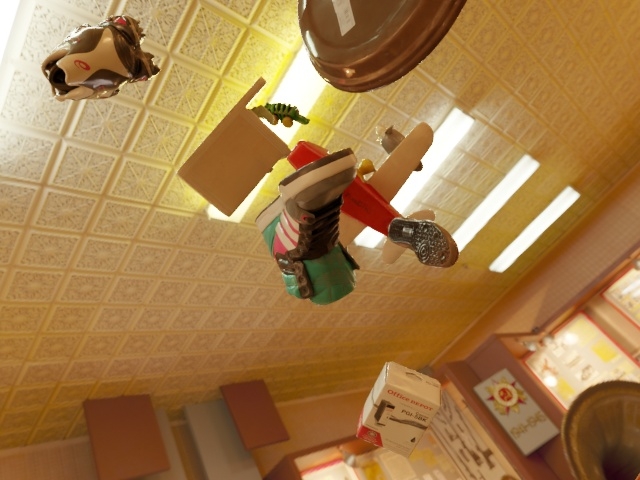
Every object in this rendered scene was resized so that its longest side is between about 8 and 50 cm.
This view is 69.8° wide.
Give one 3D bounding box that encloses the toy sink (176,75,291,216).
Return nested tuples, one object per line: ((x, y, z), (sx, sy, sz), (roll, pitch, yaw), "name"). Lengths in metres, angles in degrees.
((-0.150, -0.171, 0.884), (0.131, 0.153, 0.234), (41, -97, -17), "toy sink")

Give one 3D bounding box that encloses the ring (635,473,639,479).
((0.507, 0.401, 0.513), (0.032, 0.337, 0.337), (16, -57, -25), "ring")

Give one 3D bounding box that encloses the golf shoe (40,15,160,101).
((-0.343, -0.248, 0.651), (0.120, 0.272, 0.105), (-38, -62, -32), "golf shoe")

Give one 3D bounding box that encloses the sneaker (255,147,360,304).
((0.000, 0.000, 0.669), (0.123, 0.178, 0.295), (-26, -5, -24), "sneaker")

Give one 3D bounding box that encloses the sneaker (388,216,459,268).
((0.182, -0.001, 0.751), (0.071, 0.188, 0.066), (9, -77, -21), "sneaker")

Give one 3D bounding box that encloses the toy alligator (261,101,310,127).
((-0.117, -0.325, 1.152), (0.051, 0.189, 0.056), (82, -153, -51), "toy alligator")

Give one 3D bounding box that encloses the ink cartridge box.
((0.130, 0.285, 0.771), (0.056, 0.099, 0.135), (-62, -7, -63), "ink cartridge box")

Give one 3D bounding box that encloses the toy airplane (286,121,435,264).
((0.119, -0.121, 1.259), (0.385, 0.272, 0.385), (-10, -60, -2), "toy airplane")

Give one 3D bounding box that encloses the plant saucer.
((0.062, -0.320, 0.548), (0.041, 0.278, 0.278), (4, -50, -43), "plant saucer")
